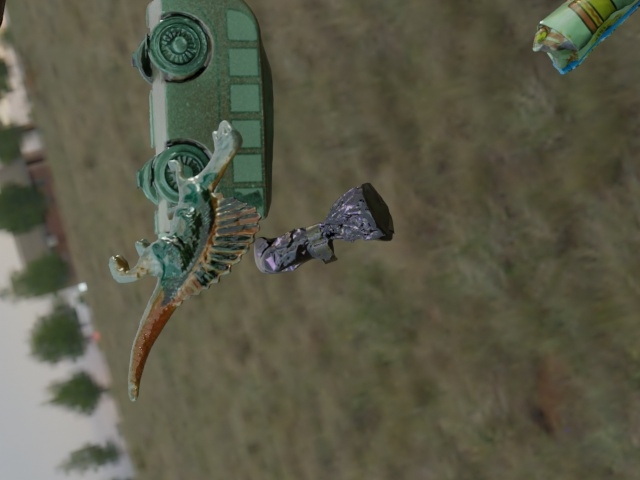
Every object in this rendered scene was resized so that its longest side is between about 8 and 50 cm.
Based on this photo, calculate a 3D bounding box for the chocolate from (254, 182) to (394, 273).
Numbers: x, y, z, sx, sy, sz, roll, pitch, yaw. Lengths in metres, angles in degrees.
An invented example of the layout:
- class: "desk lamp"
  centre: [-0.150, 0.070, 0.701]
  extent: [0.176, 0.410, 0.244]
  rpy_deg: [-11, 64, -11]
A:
- class: "chocolate"
  centre: [-0.001, 0.000, 1.435]
  extent: [0.070, 0.147, 0.072]
  rpy_deg: [62, -153, 8]

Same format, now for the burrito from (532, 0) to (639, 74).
- class: "burrito"
  centre: [0.312, -0.252, 1.407]
  extent: [0.054, 0.288, 0.104]
  rpy_deg: [44, 170, 20]

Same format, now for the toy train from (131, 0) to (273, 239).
- class: "toy train"
  centre: [-0.141, -0.157, 1.768]
  extent: [0.129, 0.159, 0.326]
  rpy_deg: [172, 95, -72]

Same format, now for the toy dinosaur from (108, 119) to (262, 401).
- class: "toy dinosaur"
  centre: [-0.084, 0.008, 0.966]
  extent: [0.044, 0.106, 0.187]
  rpy_deg: [48, -154, -39]

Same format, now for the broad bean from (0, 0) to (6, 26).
- class: "broad bean"
  centre: [-0.284, -0.162, 0.954]
  extent: [0.228, 0.122, 0.156]
  rpy_deg: [-57, -42, -57]
